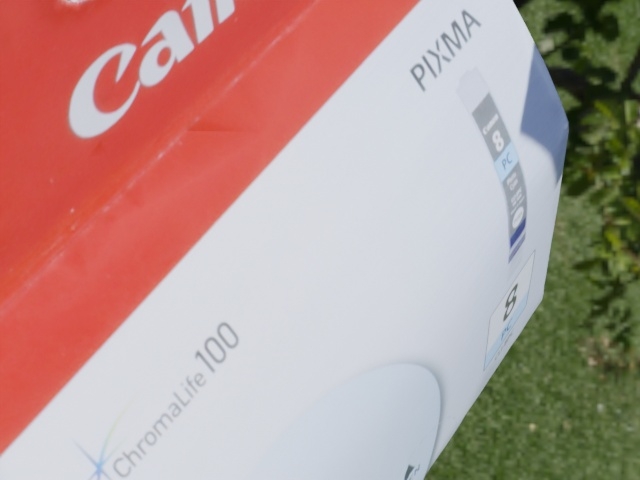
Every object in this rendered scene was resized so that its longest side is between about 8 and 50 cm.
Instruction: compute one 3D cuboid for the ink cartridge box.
[{"bbox_3d":[0.000,0.000,0.434,0.308,0.091,0.385,-49,154,-30],"label":"ink cartridge box"}]
